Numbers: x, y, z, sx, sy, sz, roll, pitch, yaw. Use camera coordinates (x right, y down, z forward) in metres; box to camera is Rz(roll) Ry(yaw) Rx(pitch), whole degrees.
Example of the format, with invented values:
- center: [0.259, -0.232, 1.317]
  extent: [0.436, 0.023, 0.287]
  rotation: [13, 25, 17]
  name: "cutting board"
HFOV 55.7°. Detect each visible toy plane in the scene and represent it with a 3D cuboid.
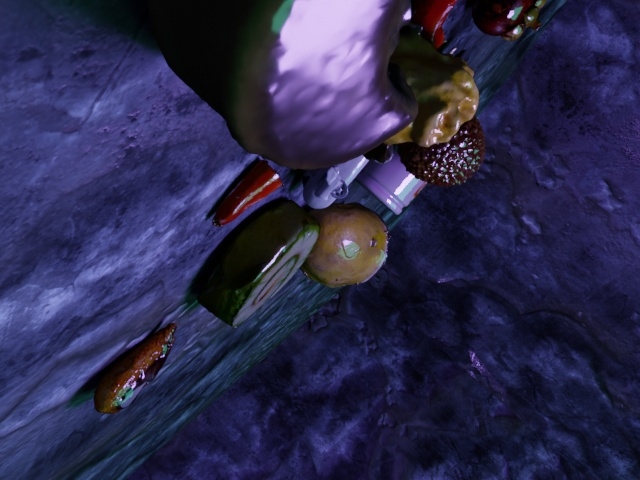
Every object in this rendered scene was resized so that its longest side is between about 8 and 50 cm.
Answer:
- center: [0.044, -0.192, 1.521]
  extent: [0.266, 0.123, 0.267]
  rotation: [-54, -174, 8]
  name: "toy plane"

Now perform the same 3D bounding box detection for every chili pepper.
- center: [-0.160, -0.088, 1.257]
  extent: [0.169, 0.065, 0.088]
  rotation: [-42, 153, -6]
  name: "chili pepper"
- center: [0.256, -0.487, 1.307]
  extent: [0.137, 0.091, 0.368]
  rotation: [-15, 175, -5]
  name: "chili pepper"

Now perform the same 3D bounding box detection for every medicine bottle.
- center: [0.286, -0.263, 2.017]
  extent: [0.316, 0.202, 0.202]
  rotation: [-48, 170, 5]
  name: "medicine bottle"

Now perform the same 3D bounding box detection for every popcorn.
- center: [0.181, -0.325, 1.295]
  extent: [0.315, 0.298, 0.280]
  rotation: [-99, -169, -53]
  name: "popcorn"

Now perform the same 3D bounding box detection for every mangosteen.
- center: [0.505, -0.626, 1.614]
  extent: [0.200, 0.200, 0.200]
  rotation: [-46, 169, -11]
  name: "mangosteen"

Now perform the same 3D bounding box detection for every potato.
- center: [0.000, 0.000, 1.925]
  extent: [0.296, 0.289, 0.397]
  rotation: [8, 172, -42]
  name: "potato"

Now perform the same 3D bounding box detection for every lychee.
- center: [0.368, -0.276, 1.794]
  extent: [0.267, 0.267, 0.267]
  rotation: [-46, 169, -11]
  name: "lychee"

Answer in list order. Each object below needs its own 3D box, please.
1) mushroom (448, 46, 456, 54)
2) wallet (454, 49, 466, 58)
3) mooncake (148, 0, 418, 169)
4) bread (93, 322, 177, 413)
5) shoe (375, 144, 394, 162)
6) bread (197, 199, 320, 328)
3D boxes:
- center: [0.337, -0.487, 1.911]
  extent: [0.286, 0.028, 0.026]
  rotation: [-56, 168, 15]
  name: "mushroom"
- center: [0.300, -0.413, 1.731]
  extent: [0.247, 0.041, 0.323]
  rotation: [-43, -168, 47]
  name: "wallet"
- center: [0.008, -0.290, 0.670]
  extent: [0.394, 0.246, 0.393]
  rotation: [-53, 160, 24]
  name: "mooncake"
- center: [-0.448, 0.311, 1.473]
  extent: [0.268, 0.095, 0.139]
  rotation: [-58, 180, -37]
  name: "bread"
- center: [0.185, -0.286, 1.817]
  extent: [0.103, 0.100, 0.251]
  rotation: [-54, 166, 24]
  name: "shoe"
- center: [-0.158, 0.061, 1.604]
  extent: [0.366, 0.129, 0.382]
  rotation: [-49, 171, -9]
  name: "bread"
